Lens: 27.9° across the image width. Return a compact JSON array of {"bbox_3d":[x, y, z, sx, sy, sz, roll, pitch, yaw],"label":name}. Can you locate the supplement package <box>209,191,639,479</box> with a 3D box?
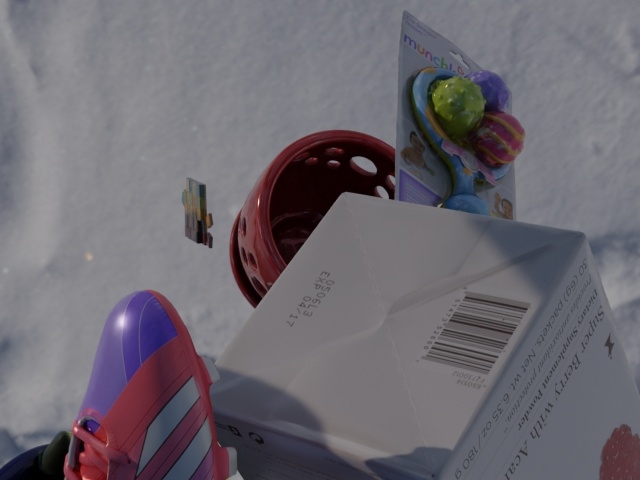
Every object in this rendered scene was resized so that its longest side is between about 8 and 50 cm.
[{"bbox_3d":[0.087,0.141,0.794,0.175,0.177,0.293,11,143,38],"label":"supplement package"}]

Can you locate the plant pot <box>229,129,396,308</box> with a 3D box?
[{"bbox_3d":[0.000,0.000,1.334,0.191,0.191,0.174,55,154,-1],"label":"plant pot"}]

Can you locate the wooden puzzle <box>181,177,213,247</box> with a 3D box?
[{"bbox_3d":[-0.101,-0.024,1.038,0.083,0.006,0.049,-157,65,-67],"label":"wooden puzzle"}]

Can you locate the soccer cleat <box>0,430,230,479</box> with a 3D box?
[{"bbox_3d":[-0.134,0.164,0.795,0.093,0.289,0.121,15,108,23],"label":"soccer cleat"}]

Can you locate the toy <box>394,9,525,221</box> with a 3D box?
[{"bbox_3d":[0.127,-0.088,1.056,0.137,0.237,0.056,33,135,-27],"label":"toy"}]

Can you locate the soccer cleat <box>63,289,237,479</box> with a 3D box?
[{"bbox_3d":[-0.100,0.146,0.623,0.083,0.095,0.248,33,125,51],"label":"soccer cleat"}]
